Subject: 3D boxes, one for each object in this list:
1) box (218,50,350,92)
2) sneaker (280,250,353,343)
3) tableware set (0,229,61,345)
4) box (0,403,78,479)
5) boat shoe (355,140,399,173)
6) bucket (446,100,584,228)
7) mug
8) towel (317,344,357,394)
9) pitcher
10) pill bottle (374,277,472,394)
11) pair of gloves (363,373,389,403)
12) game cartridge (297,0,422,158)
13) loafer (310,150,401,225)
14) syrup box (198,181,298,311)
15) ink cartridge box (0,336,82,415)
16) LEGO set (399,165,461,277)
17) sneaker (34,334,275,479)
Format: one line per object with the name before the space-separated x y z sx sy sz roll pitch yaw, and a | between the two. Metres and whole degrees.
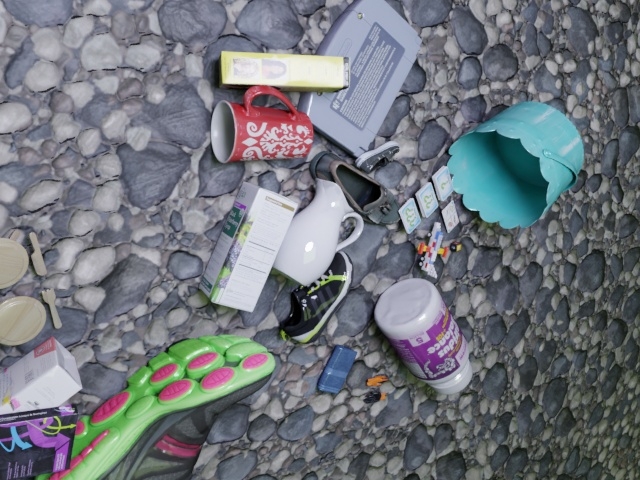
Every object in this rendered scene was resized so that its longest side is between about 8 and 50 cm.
box | -0.067 -0.308 0.945 0.232 0.087 0.058 -3 100 -13
sneaker | -0.012 0.123 1.137 0.097 0.084 0.234 28 89 -32
tableware set | -0.520 0.082 0.851 0.128 0.039 0.194 -24 121 -40
box | -0.480 0.327 0.816 0.162 0.029 0.116 3 110 -36
boat shoe | 0.134 -0.180 1.138 0.142 0.040 0.049 -29 160 -39
bucket | 0.468 -0.183 1.229 0.183 0.281 0.281 -36 119 -23
mug | -0.098 -0.205 0.960 0.169 0.150 0.113 -4 80 -34
towel | 0.039 0.314 1.254 0.067 0.029 0.119 26 91 -33
pitcher | 0.000 0.000 1.089 0.178 0.125 0.207 39 77 -38
pill bottle | 0.271 0.251 1.290 0.169 0.169 0.301 -43 121 -13
pair of gloves | 0.146 0.389 1.350 0.074 0.010 0.083 -1 107 -32
game cartridge | 0.079 -0.348 1.075 0.198 0.062 0.297 29 88 -29
loafer | 0.093 -0.101 1.133 0.267 0.084 0.096 31 87 -33
syrup box | -0.145 0.011 1.020 0.096 0.093 0.237 21 93 -33
ink cartridge box | -0.513 0.267 0.864 0.198 0.115 0.067 -37 121 -15
LEGO set | 0.297 -0.033 1.273 0.182 0.060 0.244 -43 129 -22
sneaker | -0.297 0.358 1.001 0.483 0.185 0.202 -33 127 -9
